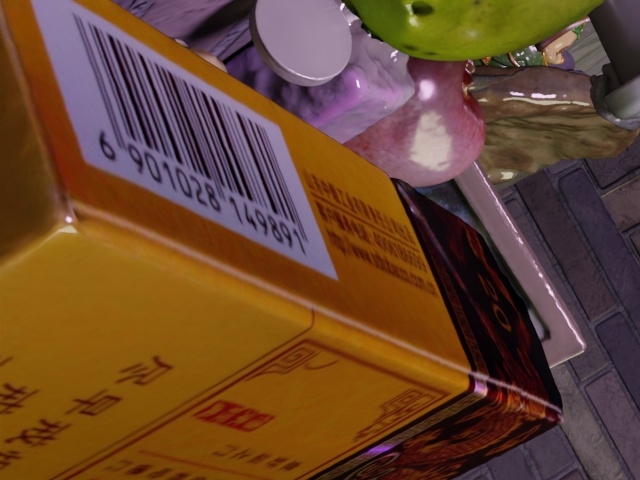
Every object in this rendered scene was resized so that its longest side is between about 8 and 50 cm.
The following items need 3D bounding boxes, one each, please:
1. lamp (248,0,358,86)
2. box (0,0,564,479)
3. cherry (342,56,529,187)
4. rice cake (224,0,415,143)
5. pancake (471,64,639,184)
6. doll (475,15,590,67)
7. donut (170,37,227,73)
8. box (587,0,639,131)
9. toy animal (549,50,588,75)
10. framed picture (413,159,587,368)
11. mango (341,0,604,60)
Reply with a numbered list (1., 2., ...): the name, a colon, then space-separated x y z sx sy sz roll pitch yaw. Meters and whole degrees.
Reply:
1. lamp: 0.035 -0.113 0.803 0.198 0.050 0.056 -25 176 -40
2. box: -0.094 0.056 0.679 0.264 0.116 0.415 -31 155 18
3. cherry: 0.039 -0.073 0.931 0.126 0.106 0.087 -33 -158 25
4. rice cake: -0.104 -0.019 0.930 0.399 0.064 0.070 -31 169 32
5. pancake: 0.093 -0.076 1.102 0.222 0.042 0.236 7 169 -18
6. doll: 0.139 -0.146 1.153 0.113 0.076 0.078 -59 -165 16
7. donut: -0.111 -0.027 0.757 0.174 0.068 0.174 -30 176 -2
8. box: 0.215 -0.166 0.778 0.243 0.135 0.163 -29 175 20
9. toy animal: 0.055 -0.033 1.424 0.302 0.225 0.284 -9 145 -42
10. framed picture: -0.028 0.042 1.034 0.315 0.232 0.024 -30 -170 14
11. mango: 0.069 -0.131 0.522 0.178 0.100 0.119 -41 -155 35
